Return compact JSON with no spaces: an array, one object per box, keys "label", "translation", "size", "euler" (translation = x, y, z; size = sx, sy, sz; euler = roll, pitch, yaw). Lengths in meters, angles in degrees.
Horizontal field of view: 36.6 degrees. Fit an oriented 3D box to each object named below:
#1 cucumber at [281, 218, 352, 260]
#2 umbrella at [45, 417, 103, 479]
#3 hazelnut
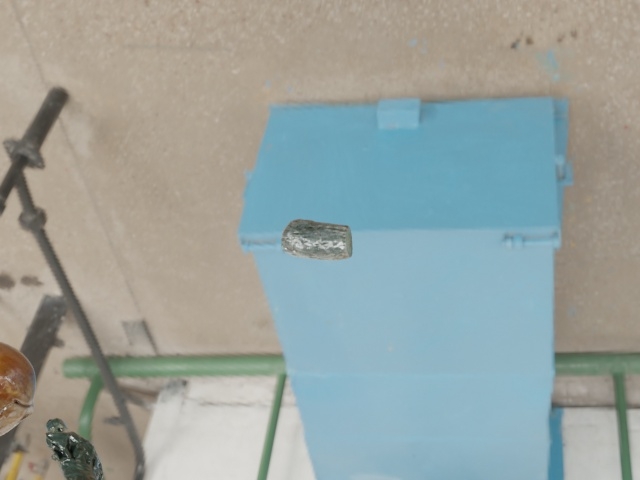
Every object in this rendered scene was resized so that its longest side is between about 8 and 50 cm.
[{"label":"cucumber","translation":[-0.002,0.000,1.519],"size":[0.111,0.064,0.064],"euler":[5,139,27]},{"label":"umbrella","translation":[-0.550,0.523,2.231],"size":[0.094,0.349,0.143],"euler":[-36,134,-10]},{"label":"hazelnut","translation":[-0.616,0.270,1.794],"size":[0.182,0.182,0.182],"euler":[6,137,5]}]
